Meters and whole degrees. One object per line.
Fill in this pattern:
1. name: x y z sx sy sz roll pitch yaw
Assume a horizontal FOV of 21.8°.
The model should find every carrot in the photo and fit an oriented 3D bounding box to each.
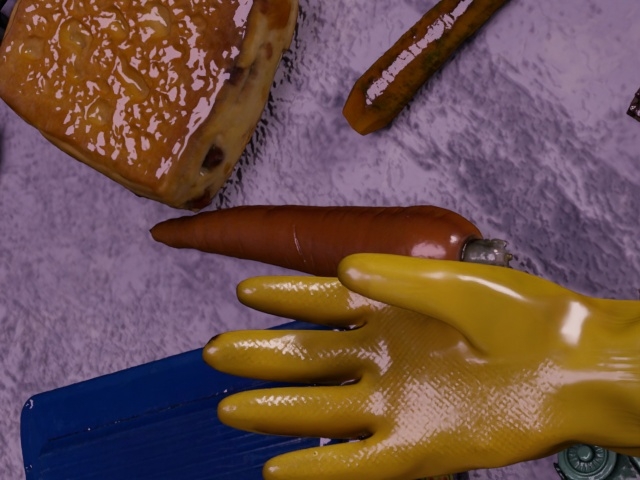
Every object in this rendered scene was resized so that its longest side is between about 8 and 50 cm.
1. carrot: 0.083 -0.145 1.233 0.170 0.042 0.042 -43 65 17
2. carrot: 0.000 0.000 1.257 0.336 0.069 0.069 6 87 37

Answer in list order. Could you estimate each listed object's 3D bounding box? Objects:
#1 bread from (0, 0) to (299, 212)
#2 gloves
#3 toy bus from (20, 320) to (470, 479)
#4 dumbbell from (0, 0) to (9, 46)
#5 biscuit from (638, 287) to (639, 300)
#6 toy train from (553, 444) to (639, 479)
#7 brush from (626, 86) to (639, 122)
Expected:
1. bread: -0.139 -0.155 1.335 0.235 0.099 0.210 30 101 24
2. gloves: 0.073 0.086 1.033 0.294 0.116 0.133 1 72 3
3. toy bus: -0.056 0.151 1.198 0.287 0.175 0.138 -17 77 27
4. dumbbell: -0.257 -0.238 1.414 0.110 0.110 0.254 43 99 27
5. biscuit: 0.284 0.055 1.070 0.168 0.070 0.082 13 91 35
6. toy train: 0.227 0.166 1.093 0.099 0.070 0.172 -38 67 10
7. brush: 0.304 -0.039 1.090 0.248 0.036 0.043 39 108 29
